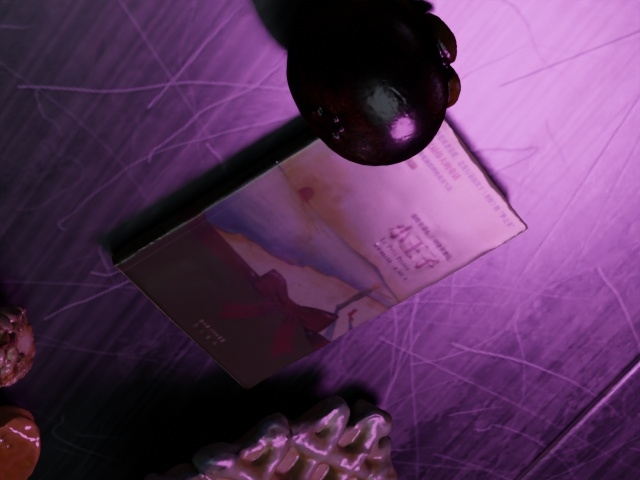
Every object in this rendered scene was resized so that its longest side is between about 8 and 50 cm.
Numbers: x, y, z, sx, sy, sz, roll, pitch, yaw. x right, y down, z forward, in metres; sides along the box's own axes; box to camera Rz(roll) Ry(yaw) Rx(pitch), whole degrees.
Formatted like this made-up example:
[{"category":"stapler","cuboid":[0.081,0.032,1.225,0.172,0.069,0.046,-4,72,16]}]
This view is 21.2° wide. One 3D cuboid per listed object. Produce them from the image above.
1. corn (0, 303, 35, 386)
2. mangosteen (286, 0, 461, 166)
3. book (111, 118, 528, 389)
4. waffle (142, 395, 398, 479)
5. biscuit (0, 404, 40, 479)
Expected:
[{"category":"corn","cuboid":[-0.366,0.090,1.332,0.290,0.098,0.098,-1,130,-16]},{"category":"mangosteen","cuboid":[0.045,-0.125,1.252,0.140,0.140,0.140,-8,132,-9]},{"category":"book","cuboid":[0.000,0.000,1.399,0.289,0.026,0.201,-32,129,13]},{"category":"waffle","cuboid":[-0.054,0.276,1.545,0.309,0.056,0.291,-22,128,-25]},{"category":"biscuit","cuboid":[-0.415,0.221,1.460,0.376,0.051,0.269,-20,132,3]}]
